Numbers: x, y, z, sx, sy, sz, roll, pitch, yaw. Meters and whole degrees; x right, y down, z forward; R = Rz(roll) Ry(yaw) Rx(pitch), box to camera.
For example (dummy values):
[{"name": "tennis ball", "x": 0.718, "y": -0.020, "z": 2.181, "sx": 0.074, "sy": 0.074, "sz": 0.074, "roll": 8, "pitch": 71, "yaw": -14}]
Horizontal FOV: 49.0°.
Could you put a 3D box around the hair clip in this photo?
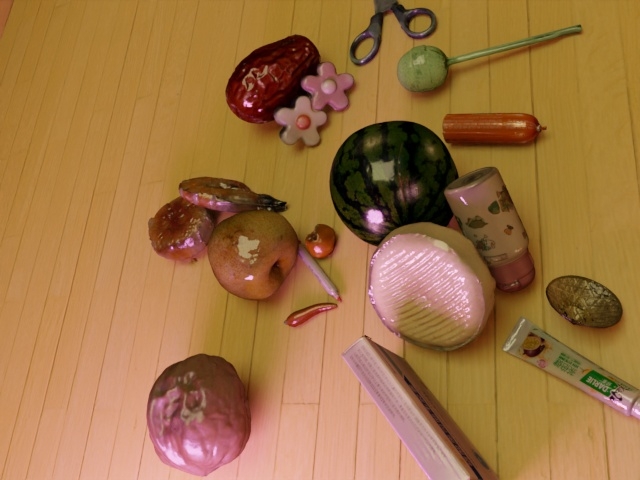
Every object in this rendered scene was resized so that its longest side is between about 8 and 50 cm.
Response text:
[{"name": "hair clip", "x": -0.017, "y": -0.361, "z": 1.884, "sx": 0.146, "sy": 0.075, "sz": 0.257, "roll": 40, "pitch": 95, "yaw": 0}]

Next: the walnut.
[{"name": "walnut", "x": -0.275, "y": 0.395, "z": 1.585, "sx": 0.273, "sy": 0.227, "sz": 0.273, "roll": -10, "pitch": 68, "yaw": 24}]

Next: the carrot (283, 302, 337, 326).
[{"name": "carrot", "x": -0.026, "y": 0.173, "z": 1.668, "sx": 0.142, "sy": 0.035, "sz": 0.035, "roll": -24, "pitch": 57, "yaw": 14}]

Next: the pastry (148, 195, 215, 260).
[{"name": "pastry", "x": -0.380, "y": -0.032, "z": 1.941, "sx": 0.193, "sy": 0.093, "sz": 0.182, "roll": -26, "pitch": 52, "yaw": 14}]

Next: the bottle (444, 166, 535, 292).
[{"name": "bottle", "x": 0.351, "y": -0.015, "z": 1.416, "sx": 0.120, "sy": 0.253, "sz": 0.120, "roll": -26, "pitch": 12, "yaw": 6}]

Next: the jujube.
[{"name": "jujube", "x": -0.131, "y": -0.449, "z": 1.940, "sx": 0.290, "sy": 0.197, "sz": 0.197, "roll": -42, "pitch": 51, "yaw": -12}]

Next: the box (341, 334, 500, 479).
[{"name": "box", "x": 0.194, "y": 0.343, "z": 1.347, "sx": 0.065, "sy": 0.200, "sz": 0.343, "roll": -45, "pitch": 52, "yaw": 8}]

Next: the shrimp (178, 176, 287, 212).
[{"name": "shrimp", "x": -0.231, "y": -0.127, "z": 1.900, "sx": 0.317, "sy": 0.062, "sz": 0.164, "roll": 11, "pitch": 32, "yaw": 13}]

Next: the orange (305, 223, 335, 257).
[{"name": "orange", "x": 0.000, "y": 0.000, "z": 1.719, "sx": 0.086, "sy": 0.062, "sz": 0.086, "roll": -11, "pitch": 64, "yaw": 24}]

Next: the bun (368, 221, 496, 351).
[{"name": "bun", "x": 0.234, "y": 0.086, "z": 1.433, "sx": 0.287, "sy": 0.287, "sz": 0.146, "roll": 13, "pitch": 34, "yaw": 35}]

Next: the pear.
[{"name": "pear", "x": -0.172, "y": 0.026, "z": 1.726, "sx": 0.211, "sy": 0.188, "sz": 0.228, "roll": 29, "pitch": 89, "yaw": 28}]

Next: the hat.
[{"name": "hat", "x": 0.499, "y": 0.139, "z": 1.357, "sx": 0.146, "sy": 0.067, "sz": 0.146, "roll": 5, "pitch": 38, "yaw": -4}]

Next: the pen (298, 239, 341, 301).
[{"name": "pen", "x": -0.007, "y": 0.074, "z": 1.709, "sx": 0.026, "sy": 0.026, "sz": 0.218, "roll": -44, "pitch": 53, "yaw": 5}]

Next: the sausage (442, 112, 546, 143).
[{"name": "sausage", "x": 0.398, "y": -0.256, "z": 1.602, "sx": 0.234, "sy": 0.071, "sz": 0.071, "roll": 5, "pitch": 70, "yaw": 32}]

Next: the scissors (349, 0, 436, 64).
[{"name": "scissors", "x": 0.175, "y": -0.675, "z": 1.967, "sx": 0.256, "sy": 0.029, "sz": 0.383, "roll": -21, "pitch": 60, "yaw": 22}]

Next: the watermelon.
[{"name": "watermelon", "x": 0.164, "y": -0.122, "z": 1.540, "sx": 0.285, "sy": 0.285, "sz": 0.285, "roll": -13, "pitch": 61, "yaw": 25}]

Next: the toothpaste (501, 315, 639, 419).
[{"name": "toothpaste", "x": 0.488, "y": 0.246, "z": 1.317, "sx": 0.058, "sy": 0.055, "sz": 0.314, "roll": -26, "pitch": 39, "yaw": -33}]

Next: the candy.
[{"name": "candy", "x": 0.400, "y": -0.456, "z": 1.697, "sx": 0.440, "sy": 0.119, "sz": 0.119, "roll": -12, "pitch": 61, "yaw": 17}]
